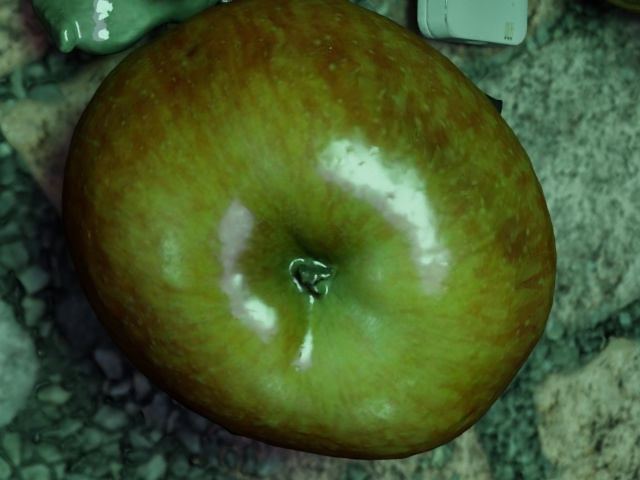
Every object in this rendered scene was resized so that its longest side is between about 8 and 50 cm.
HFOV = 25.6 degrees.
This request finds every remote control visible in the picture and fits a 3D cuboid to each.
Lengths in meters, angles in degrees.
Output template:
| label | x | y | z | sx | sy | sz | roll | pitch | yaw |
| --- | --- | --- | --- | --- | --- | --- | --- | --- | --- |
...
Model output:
| label | x | y | z | sx | sy | sz | roll | pitch | yaw |
| --- | --- | --- | --- | --- | --- | --- | --- | --- | --- |
| remote control | 0.114 | -0.268 | 1.020 | 0.103 | 0.034 | 0.250 | -3 | 94 | -46 |

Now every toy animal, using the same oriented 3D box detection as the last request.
| label | x | y | z | sx | sy | sz | roll | pitch | yaw |
| --- | --- | --- | --- | --- | --- | --- | --- | --- | --- |
| toy animal | -0.078 | -0.198 | 0.916 | 0.236 | 0.138 | 0.108 | -21 | 129 | -24 |

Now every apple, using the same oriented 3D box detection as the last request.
| label | x | y | z | sx | sy | sz | roll | pitch | yaw |
| --- | --- | --- | --- | --- | --- | --- | --- | --- | --- |
| apple | 0.000 | 0.000 | 0.868 | 0.309 | 0.250 | 0.277 | 7 | 117 | -21 |

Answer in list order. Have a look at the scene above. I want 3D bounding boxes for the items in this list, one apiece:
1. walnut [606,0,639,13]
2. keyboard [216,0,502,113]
| label | x | y | z | sx | sy | sz | roll | pitch | yaw |
| --- | --- | --- | --- | --- | --- | --- | --- | --- | --- |
| walnut | 0.268 | -0.264 | 1.011 | 0.228 | 0.228 | 0.228 | -1 | 93 | -22 |
| keyboard | 0.019 | -0.113 | 1.015 | 0.250 | 0.017 | 0.087 | 22 | 86 | -21 |
